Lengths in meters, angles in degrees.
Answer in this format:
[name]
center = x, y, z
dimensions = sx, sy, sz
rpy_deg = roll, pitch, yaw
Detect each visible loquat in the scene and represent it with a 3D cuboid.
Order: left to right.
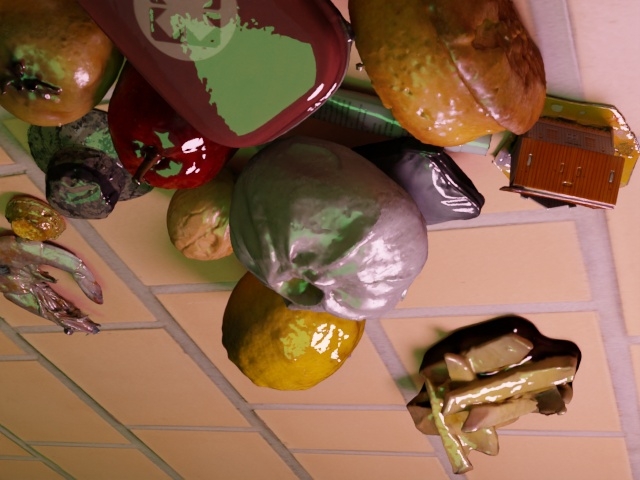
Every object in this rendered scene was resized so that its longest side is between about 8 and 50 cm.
[loquat]
center = -0.398, -0.270, 1.242
dimensions = 0.213, 0.213, 0.213
rpy_deg = 9, 144, 6

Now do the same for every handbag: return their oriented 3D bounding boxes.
[handbag]
center = 0.107, -0.084, 1.407
dimensions = 0.332, 0.074, 0.192
rpy_deg = -6, 141, 47

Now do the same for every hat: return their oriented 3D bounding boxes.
[hat]
center = -0.423, -0.110, 1.541
dimensions = 0.266, 0.128, 0.265
rpy_deg = 6, 143, 4

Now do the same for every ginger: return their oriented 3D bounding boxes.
[ginger]
center = 0.390, 0.361, 1.856
dimensions = 0.359, 0.211, 0.413
rpy_deg = 19, 144, -12

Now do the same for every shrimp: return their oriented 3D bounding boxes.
[shrimp]
center = -0.604, 0.106, 1.945
dimensions = 0.247, 0.085, 0.360
rpy_deg = -15, 133, 24

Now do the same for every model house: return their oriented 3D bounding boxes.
[model house]
center = 0.380, -0.091, 1.296
dimensions = 0.220, 0.135, 0.207
rpy_deg = 13, 143, 0

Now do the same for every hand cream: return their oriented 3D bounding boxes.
[hand cream]
center = 0.098, -0.187, 1.320
dimensions = 0.332, 0.058, 0.085
rpy_deg = 11, 155, 2

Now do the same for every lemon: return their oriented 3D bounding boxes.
[lemon]
center = -0.044, 0.147, 1.660
dimensions = 0.316, 0.285, 0.285
rpy_deg = -34, 128, 15

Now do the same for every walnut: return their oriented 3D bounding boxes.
[walnut]
center = -0.190, -0.048, 1.528
dimensions = 0.159, 0.159, 0.206
rpy_deg = 24, 144, -14

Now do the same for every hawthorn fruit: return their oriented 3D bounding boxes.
[hawthorn fruit]
center = -0.226, -0.170, 1.281
dimensions = 0.210, 0.266, 0.230
rpy_deg = 32, 140, -2

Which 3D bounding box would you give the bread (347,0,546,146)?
[bread]
center = 0.165, -0.236, 1.129
dimensions = 0.194, 0.178, 0.340
rpy_deg = -14, 136, 34

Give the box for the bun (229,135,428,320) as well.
[bun]
center = -0.003, -0.004, 1.348
dimensions = 0.355, 0.194, 0.354
rpy_deg = 23, 151, 14

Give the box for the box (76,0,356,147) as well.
[box]
center = -0.151, -0.305, 1.087
dimensions = 0.263, 0.108, 0.404
rpy_deg = -36, 106, 25

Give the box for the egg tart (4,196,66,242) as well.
[egg tart]
center = -0.587, -0.036, 1.757
dimensions = 0.131, 0.052, 0.130
rpy_deg = 7, 142, 5

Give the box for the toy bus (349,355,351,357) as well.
[toy bus]
center = -0.022, 0.248, 1.926
dimensions = 0.108, 0.096, 0.199
rpy_deg = 26, 145, -25
